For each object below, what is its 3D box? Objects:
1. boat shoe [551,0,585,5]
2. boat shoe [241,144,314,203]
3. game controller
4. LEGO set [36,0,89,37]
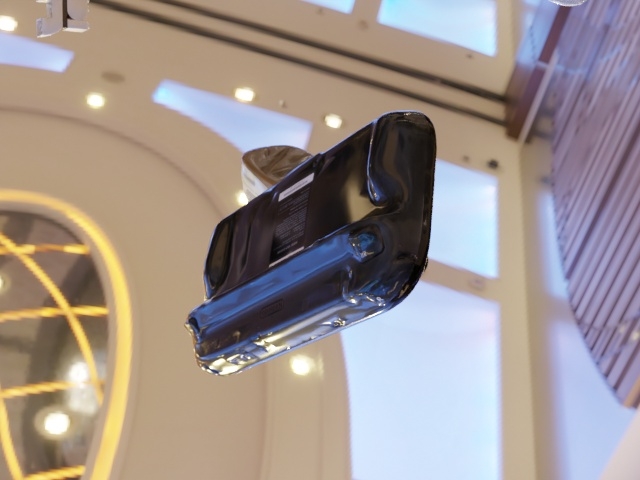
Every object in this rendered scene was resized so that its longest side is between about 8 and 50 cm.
[{"bbox_3d":[0.292,-0.481,1.714,0.335,0.121,0.119,29,-162,-9],"label":"boat shoe"},{"bbox_3d":[0.000,0.000,1.087,0.109,0.098,0.302,-11,-148,-26],"label":"boat shoe"},{"bbox_3d":[-0.014,0.009,0.877,0.067,0.319,0.167,30,-123,-24],"label":"game controller"},{"bbox_3d":[-0.243,-0.330,1.106,0.093,0.227,0.087,-1,-178,-33],"label":"LEGO set"}]
